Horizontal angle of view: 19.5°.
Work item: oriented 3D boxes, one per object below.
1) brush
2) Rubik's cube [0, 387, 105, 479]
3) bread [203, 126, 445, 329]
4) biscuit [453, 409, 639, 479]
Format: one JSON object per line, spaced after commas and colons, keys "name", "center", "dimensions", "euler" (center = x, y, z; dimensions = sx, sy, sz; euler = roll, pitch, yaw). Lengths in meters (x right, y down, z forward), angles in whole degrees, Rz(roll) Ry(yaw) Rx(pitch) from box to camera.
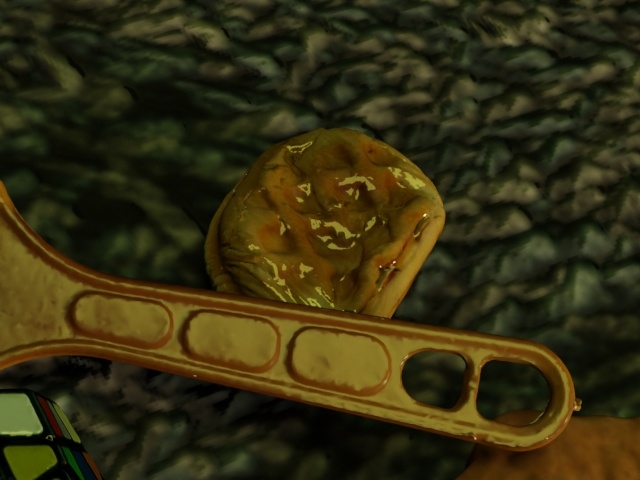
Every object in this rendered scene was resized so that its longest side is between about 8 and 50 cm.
{"name": "brush", "center": [-0.058, 0.032, 0.690], "dimensions": [0.314, 0.017, 0.090], "euler": [10, 75, 0]}
{"name": "Rubik's cube", "center": [-0.120, 0.105, 0.594], "dimensions": [0.112, 0.133, 0.133], "euler": [-32, 66, -3]}
{"name": "bread", "center": [0.000, 0.000, 0.747], "dimensions": [0.083, 0.044, 0.110], "euler": [27, 51, 8]}
{"name": "biscuit", "center": [0.211, 0.137, 0.709], "dimensions": [0.334, 0.047, 0.202], "euler": [-4, 56, -20]}
